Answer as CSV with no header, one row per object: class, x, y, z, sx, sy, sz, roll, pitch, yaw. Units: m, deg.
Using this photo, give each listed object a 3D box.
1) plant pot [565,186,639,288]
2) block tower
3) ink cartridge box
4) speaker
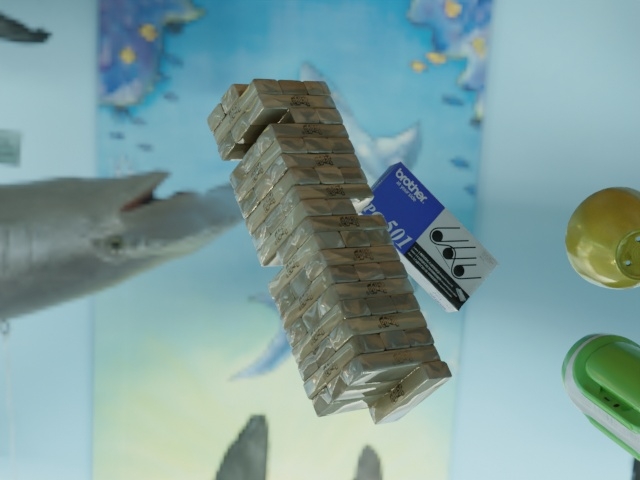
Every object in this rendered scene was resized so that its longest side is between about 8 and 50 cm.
plant pot,0.387,0.007,1.541,0.134,0.134,0.095,2,-167,-6
block tower,0.000,0.000,1.115,0.097,0.091,0.335,-4,-120,-37
ink cartridge box,0.146,-0.003,1.727,0.097,0.207,0.046,-47,-171,-15
speaker,0.441,0.222,1.637,0.131,0.131,0.296,-1,-165,-18
